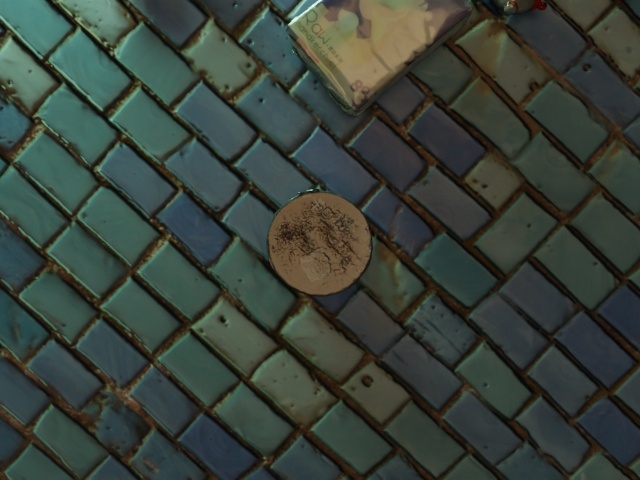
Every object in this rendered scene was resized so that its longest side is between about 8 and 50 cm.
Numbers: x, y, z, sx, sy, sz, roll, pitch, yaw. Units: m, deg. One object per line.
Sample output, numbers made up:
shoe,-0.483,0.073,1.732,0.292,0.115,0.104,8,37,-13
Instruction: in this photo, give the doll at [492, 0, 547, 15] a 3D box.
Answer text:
doll,0.384,-0.561,1.327,0.245,0.076,0.142,24,62,-3

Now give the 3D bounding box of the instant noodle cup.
instant noodle cup,0.000,0.000,1.302,0.218,0.207,0.217,0,93,1

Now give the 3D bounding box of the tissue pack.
tissue pack,0.122,-0.467,1.315,0.344,0.125,0.242,-40,92,2
